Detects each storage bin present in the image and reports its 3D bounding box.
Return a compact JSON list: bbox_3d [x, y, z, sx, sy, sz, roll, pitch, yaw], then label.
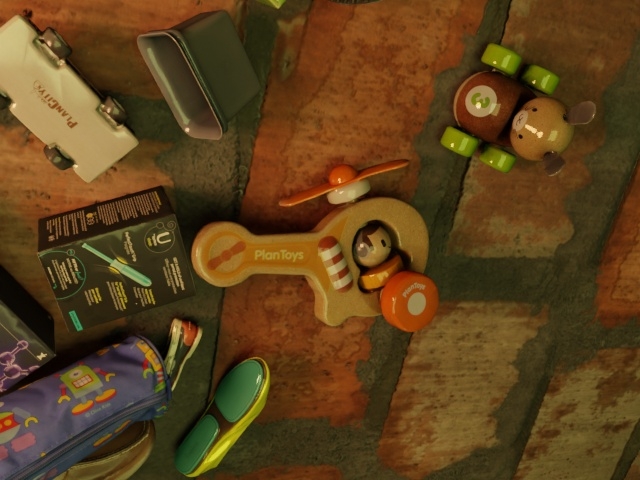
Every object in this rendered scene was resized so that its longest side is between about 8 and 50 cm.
[{"bbox_3d":[-0.137,-0.200,0.796,0.091,0.098,0.135,-44,126,-30],"label":"storage bin"}]

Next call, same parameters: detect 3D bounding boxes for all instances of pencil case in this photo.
[{"bbox_3d":[-0.325,0.229,0.833,0.306,0.133,0.119,-27,127,-42],"label":"pencil case"}]

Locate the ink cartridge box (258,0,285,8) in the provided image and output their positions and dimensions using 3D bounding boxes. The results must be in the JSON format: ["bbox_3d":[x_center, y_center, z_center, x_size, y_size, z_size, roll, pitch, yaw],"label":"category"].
[{"bbox_3d":[-0.018,-0.376,0.688,0.097,0.189,0.255,38,97,-31],"label":"ink cartridge box"}]

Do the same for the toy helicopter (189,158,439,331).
[{"bbox_3d":[0.000,0.000,0.910,0.355,0.140,0.234,1,98,-29],"label":"toy helicopter"}]

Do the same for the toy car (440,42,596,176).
[{"bbox_3d":[0.280,-0.158,0.913,0.149,0.188,0.155,17,108,-28],"label":"toy car"}]

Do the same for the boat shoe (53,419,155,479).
[{"bbox_3d":[-0.388,0.291,0.911,0.325,0.123,0.116,-14,125,-16],"label":"boat shoe"}]

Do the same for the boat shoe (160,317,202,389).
[{"bbox_3d":[-0.218,0.173,0.967,0.043,0.049,0.137,25,102,-26],"label":"boat shoe"}]

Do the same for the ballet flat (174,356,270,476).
[{"bbox_3d":[-0.137,0.271,1.041,0.077,0.077,0.231,22,110,-51],"label":"ballet flat"}]

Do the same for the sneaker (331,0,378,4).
[{"bbox_3d":[0.119,-0.352,0.803,0.262,0.125,0.104,-24,89,18],"label":"sneaker"}]

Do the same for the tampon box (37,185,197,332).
[{"bbox_3d":[-0.252,0.020,0.845,0.161,0.101,0.120,-17,120,-14],"label":"tampon box"}]

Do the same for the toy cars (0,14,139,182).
[{"bbox_3d":[-0.390,-0.170,0.712,0.394,0.087,0.176,5,118,-27],"label":"toy cars"}]

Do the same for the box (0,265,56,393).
[{"bbox_3d":[-0.467,0.080,0.785,0.184,0.103,0.261,-37,121,-8],"label":"box"}]
